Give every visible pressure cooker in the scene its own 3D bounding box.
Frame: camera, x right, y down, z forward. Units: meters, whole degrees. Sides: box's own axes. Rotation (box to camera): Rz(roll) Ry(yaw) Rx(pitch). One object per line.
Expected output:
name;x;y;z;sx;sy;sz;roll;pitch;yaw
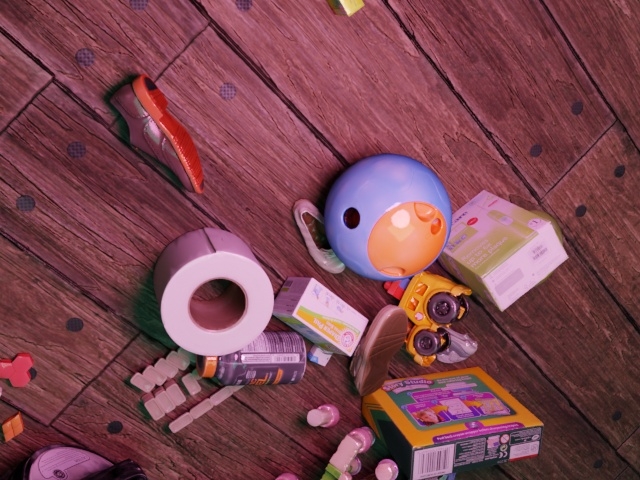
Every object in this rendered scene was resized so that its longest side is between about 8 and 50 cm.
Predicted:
pressure cooker;-0.566;0.662;1.473;0.375;0.370;0.420;35;98;-30

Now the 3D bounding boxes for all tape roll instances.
tape roll;-0.242;0.112;1.495;0.246;0.169;0.246;-6;110;-17

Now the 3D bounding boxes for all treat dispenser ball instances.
treat dispenser ball;0.151;-0.051;1.508;0.288;0.288;0.288;-7;111;-17

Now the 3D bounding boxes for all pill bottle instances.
pill bottle;-0.169;0.280;1.597;0.246;0.130;0.130;4;108;-25

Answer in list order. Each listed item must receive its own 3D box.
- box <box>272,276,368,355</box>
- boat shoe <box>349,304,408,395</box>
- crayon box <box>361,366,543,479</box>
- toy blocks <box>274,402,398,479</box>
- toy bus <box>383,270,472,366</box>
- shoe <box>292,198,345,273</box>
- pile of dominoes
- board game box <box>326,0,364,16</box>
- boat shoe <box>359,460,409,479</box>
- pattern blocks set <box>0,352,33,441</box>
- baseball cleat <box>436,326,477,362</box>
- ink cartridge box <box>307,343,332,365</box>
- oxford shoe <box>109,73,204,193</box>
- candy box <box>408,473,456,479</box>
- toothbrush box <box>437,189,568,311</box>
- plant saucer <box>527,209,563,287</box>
box;-0.002;0.184;1.623;0.203;0.114;0.103;39;68;-28
boat shoe;0.133;0.261;1.677;0.109;0.098;0.302;-13;136;-27
crayon box;0.332;0.465;1.748;0.363;0.313;0.106;-4;107;-18
toy blocks;0.064;0.623;1.754;0.288;0.309;0.260;-59;159;-1
toy bus;0.247;0.177;1.695;0.220;0.211;0.149;-64;159;7
shoe;0.000;0.000;1.601;0.076;0.058;0.219;-35;117;-5
pile of dominoes;-0.317;0.334;1.638;0.251;0.040;0.196;-33;116;-15
board game box;0.014;-0.555;1.383;0.043;0.092;0.181;-37;117;-2
boat shoe;0.127;0.717;1.877;0.324;0.120;0.122;-31;116;-31
pattern blocks set;-0.801;0.377;1.474;0.285;0.026;0.324;14;104;-23
baseball cleat;0.325;0.274;1.813;0.206;0.072;0.109;30;118;-14
ink cartridge box;0.009;0.276;1.723;0.048;0.028;0.083;26;98;-26
oxford shoe;-0.335;-0.207;1.401;0.098;0.097;0.271;-23;113;12
candy box;0.308;0.715;1.917;0.196;0.070;0.164;-6;116;-54
toothbrush box;0.419;0.016;1.631;0.206;0.283;0.122;-38;116;-3
plant saucer;0.571;0.036;1.831;0.241;0.037;0.241;-7;111;-18
